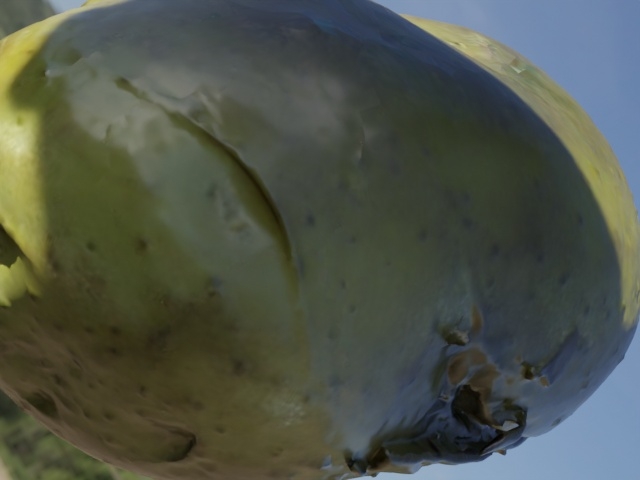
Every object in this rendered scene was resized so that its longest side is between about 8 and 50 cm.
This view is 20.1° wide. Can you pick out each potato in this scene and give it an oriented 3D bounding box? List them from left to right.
[{"bbox_3d":[0.000,0.000,0.519,0.169,0.143,0.248,45,22,27],"label":"potato"}]
